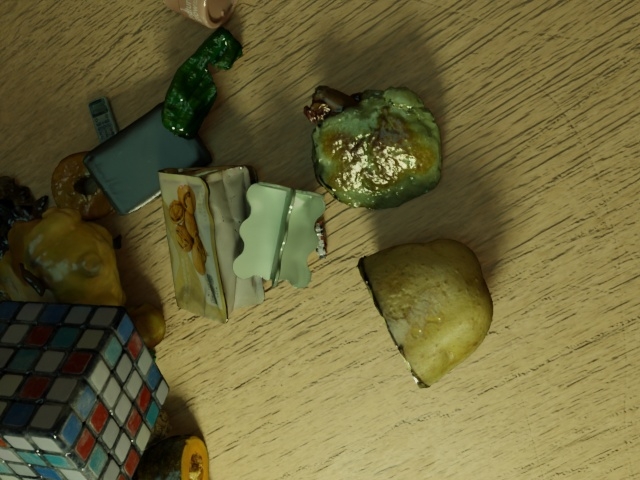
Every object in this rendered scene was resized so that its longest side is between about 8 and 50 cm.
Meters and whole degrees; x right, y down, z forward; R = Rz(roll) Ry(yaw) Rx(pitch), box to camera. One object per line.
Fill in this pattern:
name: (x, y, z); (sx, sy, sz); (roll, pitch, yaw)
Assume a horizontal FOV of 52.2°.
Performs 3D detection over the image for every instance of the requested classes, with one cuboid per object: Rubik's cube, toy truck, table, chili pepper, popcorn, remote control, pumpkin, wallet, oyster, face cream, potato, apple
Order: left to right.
oyster: (-0.785, 0.022, 1.566); (0.222, 0.096, 0.360); (13, 97, 20)
Rubik's cube: (-0.507, 0.313, 1.265); (0.287, 0.293, 0.291); (1, 133, 15)
popcorn: (-0.556, 0.056, 1.433); (0.316, 0.281, 0.297); (28, 131, 31)
remote control: (-0.491, -0.263, 1.491); (0.053, 0.018, 0.124); (-16, 92, 15)
apple: (-0.408, 0.194, 1.481); (0.114, 0.099, 0.101); (-2, 103, 31)
wallet: (-0.379, -0.180, 1.431); (0.245, 0.052, 0.168); (-33, 93, 0)
pumpkin: (-0.325, 0.598, 1.444); (0.140, 0.222, 0.316); (-6, 94, 16)
chili pepper: (-0.254, -0.332, 1.370); (0.099, 0.083, 0.253); (29, 87, 3)
face cream: (-0.238, -0.520, 1.327); (0.104, 0.149, 0.149); (27, 102, 10)
table: (-0.083, -0.008, 1.325); (0.167, 0.166, 0.198); (11, 90, 13)
toy truck: (0.000, 0.000, 1.388); (0.024, 0.032, 0.083); (-7, 92, 12)
potato: (0.218, 0.118, 1.257); (0.243, 0.242, 0.285); (-28, 74, 16)

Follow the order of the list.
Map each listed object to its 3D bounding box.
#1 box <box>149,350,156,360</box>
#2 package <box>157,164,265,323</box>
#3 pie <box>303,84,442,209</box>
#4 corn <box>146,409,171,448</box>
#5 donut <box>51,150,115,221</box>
box: (-0.526, 0.298, 1.524); (0.250, 0.103, 0.180); (23, 102, 12)
package: (-0.217, -0.005, 1.399); (0.221, 0.165, 0.310); (10, 110, 48)
pie: (0.105, -0.182, 1.314); (0.275, 0.105, 0.256); (4, 112, 17)
corn: (-0.442, 0.461, 1.532); (0.211, 0.087, 0.087); (-32, 88, 19)
donut: (-0.523, -0.124, 1.494); (0.179, 0.065, 0.162); (3, 92, 15)
